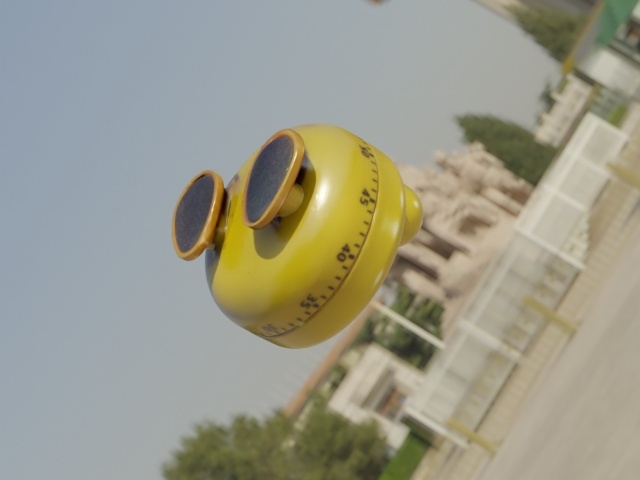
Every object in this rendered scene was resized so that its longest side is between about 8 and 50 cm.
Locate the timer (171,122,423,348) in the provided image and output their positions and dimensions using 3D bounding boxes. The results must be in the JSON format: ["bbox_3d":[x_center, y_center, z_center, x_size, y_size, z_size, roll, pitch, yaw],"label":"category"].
[{"bbox_3d":[0.000,0.000,0.684,0.107,0.109,0.107,-36,39,36],"label":"timer"}]
